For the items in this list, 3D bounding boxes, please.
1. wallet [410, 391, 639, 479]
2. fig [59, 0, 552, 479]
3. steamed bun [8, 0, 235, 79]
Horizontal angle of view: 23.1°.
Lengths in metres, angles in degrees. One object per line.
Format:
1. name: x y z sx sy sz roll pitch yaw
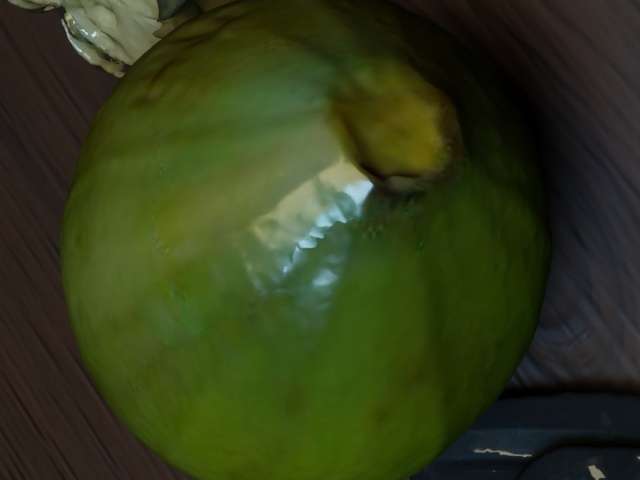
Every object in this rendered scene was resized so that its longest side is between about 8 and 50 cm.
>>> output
1. wallet: 0.188 0.186 0.757 0.323 0.041 0.247 -5 96 31
2. fig: 0.000 0.000 0.720 0.271 0.239 0.239 143 107 -73
3. steamed bun: -0.111 -0.191 0.836 0.177 0.106 0.192 32 149 25
